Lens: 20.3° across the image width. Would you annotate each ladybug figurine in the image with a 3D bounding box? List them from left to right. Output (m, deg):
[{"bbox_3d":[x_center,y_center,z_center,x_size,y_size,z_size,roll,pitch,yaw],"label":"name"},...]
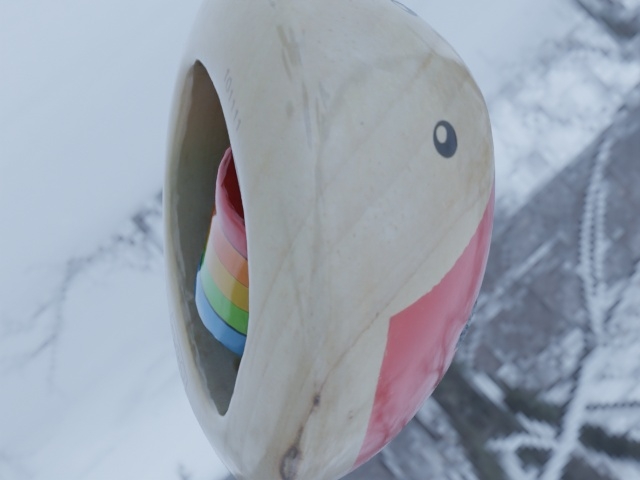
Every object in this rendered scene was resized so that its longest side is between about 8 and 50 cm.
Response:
[{"bbox_3d":[0.000,0.000,1.159,0.162,0.305,0.449,-8,155,-15],"label":"ladybug figurine"}]
